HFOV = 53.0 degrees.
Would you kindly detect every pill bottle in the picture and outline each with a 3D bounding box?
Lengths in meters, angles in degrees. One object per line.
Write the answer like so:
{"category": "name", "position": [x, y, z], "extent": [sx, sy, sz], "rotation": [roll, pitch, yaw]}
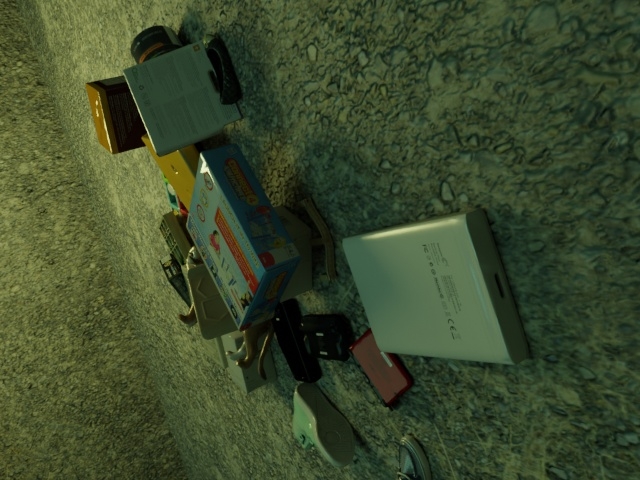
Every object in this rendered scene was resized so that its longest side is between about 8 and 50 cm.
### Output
{"category": "pill bottle", "position": [-0.375, -0.413, 1.628], "extent": [0.246, 0.130, 0.130], "rotation": [59, 150, 17]}

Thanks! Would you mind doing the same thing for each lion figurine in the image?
{"category": "lion figurine", "position": [-0.235, 0.176, 1.746], "extent": [0.392, 0.240, 0.142], "rotation": [35, 169, 13]}

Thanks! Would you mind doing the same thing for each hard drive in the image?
{"category": "hard drive", "position": [0.175, 0.084, 1.079], "extent": [0.353, 0.047, 0.233], "rotation": [-12, 98, 61]}

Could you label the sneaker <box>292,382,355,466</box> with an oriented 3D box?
{"category": "sneaker", "position": [0.006, 0.491, 1.599], "extent": [0.256, 0.094, 0.151], "rotation": [-129, 37, -49]}

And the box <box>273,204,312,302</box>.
{"category": "box", "position": [-0.090, 0.029, 1.463], "extent": [0.130, 0.091, 0.171], "rotation": [38, 139, 44]}

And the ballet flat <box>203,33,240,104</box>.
{"category": "ballet flat", "position": [-0.233, -0.395, 1.473], "extent": [0.057, 0.049, 0.173], "rotation": [-28, 83, 61]}

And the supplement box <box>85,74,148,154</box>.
{"category": "supplement box", "position": [-0.569, -0.385, 1.919], "extent": [0.129, 0.194, 0.192], "rotation": [34, 136, 47]}

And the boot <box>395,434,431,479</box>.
{"category": "boot", "position": [0.178, 0.501, 1.311], "extent": [0.069, 0.086, 0.190], "rotation": [0, 109, 61]}

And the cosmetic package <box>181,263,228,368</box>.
{"category": "cosmetic package", "position": [-0.313, 0.214, 1.961], "extent": [0.160, 0.113, 0.310], "rotation": [14, 121, 58]}

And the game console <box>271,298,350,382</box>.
{"category": "game console", "position": [-0.022, 0.243, 1.539], "extent": [0.361, 0.043, 0.213], "rotation": [-13, 97, 64]}

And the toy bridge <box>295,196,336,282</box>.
{"category": "toy bridge", "position": [0.000, 0.000, 1.353], "extent": [0.063, 0.026, 0.188], "rotation": [-9, 101, 60]}

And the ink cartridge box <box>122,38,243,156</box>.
{"category": "ink cartridge box", "position": [-0.323, -0.341, 1.522], "extent": [0.045, 0.223, 0.224], "rotation": [101, 147, -85]}

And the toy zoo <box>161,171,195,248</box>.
{"category": "toy zoo", "position": [-0.439, -0.104, 2.055], "extent": [0.192, 0.030, 0.294], "rotation": [24, 129, 53]}

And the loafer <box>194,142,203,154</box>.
{"category": "loafer", "position": [-0.391, -0.283, 1.814], "extent": [0.223, 0.076, 0.078], "rotation": [53, 167, 20]}

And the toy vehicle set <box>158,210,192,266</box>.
{"category": "toy vehicle set", "position": [-0.479, 0.004, 2.129], "extent": [0.166, 0.035, 0.267], "rotation": [62, 162, -1]}

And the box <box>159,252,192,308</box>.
{"category": "box", "position": [-0.431, 0.162, 2.088], "extent": [0.220, 0.051, 0.175], "rotation": [59, 171, -29]}

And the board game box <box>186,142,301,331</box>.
{"category": "board game box", "position": [-0.183, 0.000, 1.419], "extent": [0.308, 0.086, 0.302], "rotation": [60, 150, 19]}

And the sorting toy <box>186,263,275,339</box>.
{"category": "sorting toy", "position": [-0.232, 0.138, 1.650], "extent": [0.038, 0.192, 0.208], "rotation": [81, 170, -58]}

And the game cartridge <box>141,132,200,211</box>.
{"category": "game cartridge", "position": [-0.338, -0.142, 1.740], "extent": [0.285, 0.052, 0.324], "rotation": [24, 149, 53]}

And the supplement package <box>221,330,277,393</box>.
{"category": "supplement package", "position": [-0.209, 0.330, 1.863], "extent": [0.105, 0.105, 0.180], "rotation": [21, 127, 55]}

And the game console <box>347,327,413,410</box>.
{"category": "game console", "position": [0.128, 0.265, 1.319], "extent": [0.124, 0.085, 0.144], "rotation": [-48, 63, 25]}
